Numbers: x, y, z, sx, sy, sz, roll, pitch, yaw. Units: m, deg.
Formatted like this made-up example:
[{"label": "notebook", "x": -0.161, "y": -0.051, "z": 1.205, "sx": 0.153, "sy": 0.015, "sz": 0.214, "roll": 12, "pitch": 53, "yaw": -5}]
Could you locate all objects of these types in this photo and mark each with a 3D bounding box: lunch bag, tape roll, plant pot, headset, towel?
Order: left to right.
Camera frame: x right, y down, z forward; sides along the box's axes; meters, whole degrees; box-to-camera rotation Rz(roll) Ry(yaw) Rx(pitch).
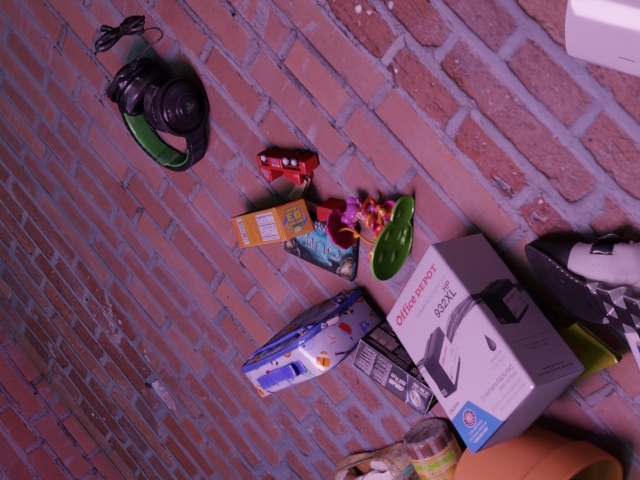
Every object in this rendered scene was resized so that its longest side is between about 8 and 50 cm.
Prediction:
[{"label": "headset", "x": -0.380, "y": -0.306, "z": 1.724, "sx": 0.243, "sy": 0.185, "sz": 0.394, "roll": 29, "pitch": 143, "yaw": 26}, {"label": "lunch bag", "x": -0.025, "y": 0.222, "z": 1.683, "sx": 0.115, "sy": 0.243, "sz": 0.303, "roll": 55, "pitch": 139, "yaw": 0}, {"label": "plant pot", "x": 0.383, "y": 0.466, "z": 1.458, "sx": 0.203, "sy": 0.291, "sz": 0.291, "roll": 33, "pitch": 135, "yaw": 46}, {"label": "towel", "x": 0.417, "y": 0.220, "z": 1.401, "sx": 0.102, "sy": 0.021, "sz": 0.237, "roll": 37, "pitch": 145, "yaw": -2}, {"label": "tape roll", "x": 0.423, "y": -0.313, "z": 0.939, "sx": 0.169, "sy": 0.246, "sz": 0.246, "roll": 27, "pitch": 131, "yaw": 29}]

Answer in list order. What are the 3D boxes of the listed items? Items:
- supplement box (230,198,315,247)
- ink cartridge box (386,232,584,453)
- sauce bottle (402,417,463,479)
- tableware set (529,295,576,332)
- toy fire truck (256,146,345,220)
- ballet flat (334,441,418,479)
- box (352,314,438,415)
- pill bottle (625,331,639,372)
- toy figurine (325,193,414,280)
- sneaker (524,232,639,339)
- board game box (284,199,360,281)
[{"label": "supplement box", "x": -0.106, "y": -0.034, "z": 1.677, "sx": 0.233, "sy": 0.078, "sz": 0.080, "roll": -4, "pitch": 104, "yaw": 60}, {"label": "ink cartridge box", "x": 0.275, "y": 0.177, "z": 1.388, "sx": 0.307, "sy": 0.129, "sz": 0.223, "roll": 58, "pitch": 142, "yaw": 31}, {"label": "sauce bottle", "x": 0.296, "y": 0.553, "z": 1.695, "sx": 0.111, "sy": 0.111, "sz": 0.344, "roll": -20, "pitch": 101, "yaw": 47}, {"label": "tableware set", "x": 0.390, "y": 0.170, "z": 1.421, "sx": 0.194, "sy": 0.039, "sz": 0.128, "roll": 17, "pitch": 125, "yaw": 34}, {"label": "toy fire truck", "x": -0.043, "y": -0.118, "z": 1.634, "sx": 0.192, "sy": 0.047, "sz": 0.135, "roll": 12, "pitch": 124, "yaw": 39}, {"label": "ballet flat", "x": 0.110, "y": 0.566, "z": 1.869, "sx": 0.123, "sy": 0.123, "sz": 0.348, "roll": 54, "pitch": 138, "yaw": 3}, {"label": "box", "x": 0.182, "y": 0.236, "z": 1.573, "sx": 0.180, "sy": 0.147, "sz": 0.077, "roll": 33, "pitch": 133, "yaw": 22}, {"label": "pill bottle", "x": 0.558, "y": 0.200, "z": 1.231, "sx": 0.112, "sy": 0.112, "sz": 0.187, "roll": -13, "pitch": 106, "yaw": 46}, {"label": "toy figurine", "x": 0.084, "y": -0.030, "z": 1.528, "sx": 0.159, "sy": 0.130, "sz": 0.173, "roll": 24, "pitch": 107, "yaw": 34}, {"label": "sneaker", "x": 0.468, "y": 0.054, "z": 1.237, "sx": 0.330, "sy": 0.146, "sz": 0.122, "roll": 33, "pitch": 158, "yaw": 55}, {"label": "board game box", "x": 0.000, "y": 0.000, "z": 1.683, "sx": 0.186, "sy": 0.026, "sz": 0.126, "roll": 24, "pitch": 129, "yaw": 30}]
